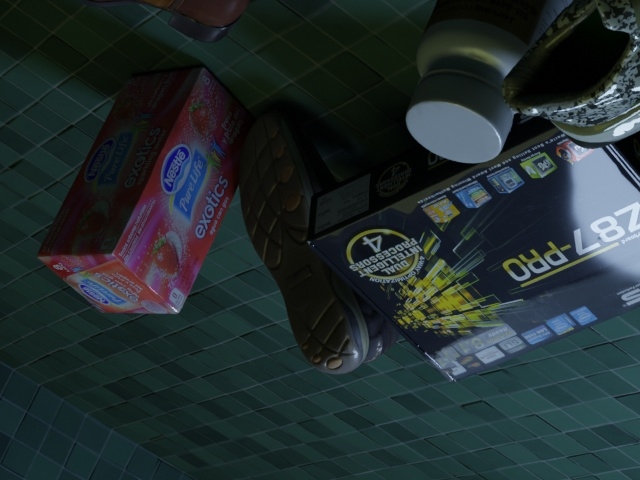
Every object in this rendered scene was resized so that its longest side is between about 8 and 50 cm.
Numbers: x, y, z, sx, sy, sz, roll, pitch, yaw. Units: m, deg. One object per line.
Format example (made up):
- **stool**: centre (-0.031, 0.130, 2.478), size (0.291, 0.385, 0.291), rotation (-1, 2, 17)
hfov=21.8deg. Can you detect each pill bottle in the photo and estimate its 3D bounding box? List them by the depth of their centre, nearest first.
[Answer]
- **pill bottle**: centre (0.171, -0.199, 1.701), size (0.131, 0.229, 0.131), rotation (18, 152, 10)

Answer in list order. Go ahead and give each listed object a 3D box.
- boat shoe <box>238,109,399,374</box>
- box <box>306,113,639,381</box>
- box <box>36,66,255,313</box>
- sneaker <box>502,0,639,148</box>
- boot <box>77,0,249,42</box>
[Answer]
- **boat shoe**: centre (0.000, 0.000, 2.168), size (0.130, 0.355, 0.132), rotation (-9, 167, -44)
- **box**: centre (0.231, -0.008, 2.011), size (0.395, 0.097, 0.318), rotation (-25, 131, 28)
- **box**: centre (-0.220, -0.065, 2.176), size (0.154, 0.300, 0.142), rotation (-1, 145, 41)
- **sneaker**: centre (0.316, -0.219, 1.466), size (0.410, 0.182, 0.158), rotation (-46, 72, 33)
- **boot**: centre (-0.180, -0.344, 1.867), size (0.264, 0.096, 0.280), rotation (28, 152, -8)
